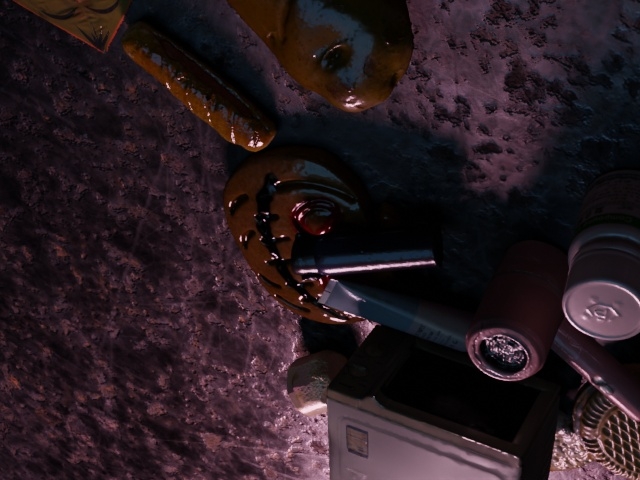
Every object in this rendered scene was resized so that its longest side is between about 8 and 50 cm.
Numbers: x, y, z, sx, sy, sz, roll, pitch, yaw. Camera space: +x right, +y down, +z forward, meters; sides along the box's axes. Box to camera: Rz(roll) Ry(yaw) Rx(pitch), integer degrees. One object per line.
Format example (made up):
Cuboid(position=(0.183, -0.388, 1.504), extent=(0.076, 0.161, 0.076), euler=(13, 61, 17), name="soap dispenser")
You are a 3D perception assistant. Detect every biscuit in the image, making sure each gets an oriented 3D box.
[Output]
Cuboid(position=(-0.001, 0.001, 1.840), extent=(0.314, 0.063, 0.367), euler=(-5, 126, 31), name="biscuit")
Cuboid(position=(0.552, 0.310, 1.823), extent=(0.259, 0.079, 0.259), euler=(9, 125, 13), name="biscuit")
Cuboid(position=(0.396, 0.356, 1.988), extent=(0.265, 0.040, 0.188), euler=(-2, 129, 26), name="biscuit")

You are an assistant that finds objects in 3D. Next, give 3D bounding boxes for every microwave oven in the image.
Cuboid(position=(0.214, 0.337, 1.897), extent=(0.355, 0.218, 0.286), euler=(16, 130, 24), name="microwave oven")

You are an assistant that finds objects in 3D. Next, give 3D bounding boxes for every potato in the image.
Cuboid(position=(-0.025, -0.340, 1.484), extent=(0.369, 0.176, 0.195), euler=(44, 174, -5), name="potato")

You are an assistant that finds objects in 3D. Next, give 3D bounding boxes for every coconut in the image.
Cuboid(position=(-0.005, 0.270, 2.053), extent=(0.122, 0.116, 0.116), euler=(-27, 115, 36), name="coconut")

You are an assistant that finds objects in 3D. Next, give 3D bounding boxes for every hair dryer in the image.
Cuboid(position=(0.396, 0.181, 1.685), extent=(0.352, 0.210, 0.125), euler=(40, 134, -6), name="hair dryer")

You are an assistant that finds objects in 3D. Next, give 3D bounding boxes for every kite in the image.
Cuboid(position=(-0.396, -0.427, 1.672), extent=(0.378, 0.013, 0.327), euler=(0, 130, 24), name="kite")

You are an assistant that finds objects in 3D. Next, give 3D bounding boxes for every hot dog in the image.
Cuboid(position=(-0.194, -0.239, 1.716), extent=(0.286, 0.061, 0.088), euler=(36, 147, -7), name="hot dog")

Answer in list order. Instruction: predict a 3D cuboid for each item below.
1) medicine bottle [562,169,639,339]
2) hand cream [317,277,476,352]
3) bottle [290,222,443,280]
Cuboid(position=(0.418, 0.020, 1.526), extent=(0.139, 0.237, 0.139), euler=(15, 136, 14), name="medicine bottle")
Cuboid(position=(0.153, 0.125, 1.835), extent=(0.312, 0.070, 0.111), euler=(19, 154, -5), name="hand cream")
Cuboid(position=(0.072, 0.020, 1.740), extent=(0.244, 0.072, 0.082), euler=(-4, 89, 17), name="bottle")
